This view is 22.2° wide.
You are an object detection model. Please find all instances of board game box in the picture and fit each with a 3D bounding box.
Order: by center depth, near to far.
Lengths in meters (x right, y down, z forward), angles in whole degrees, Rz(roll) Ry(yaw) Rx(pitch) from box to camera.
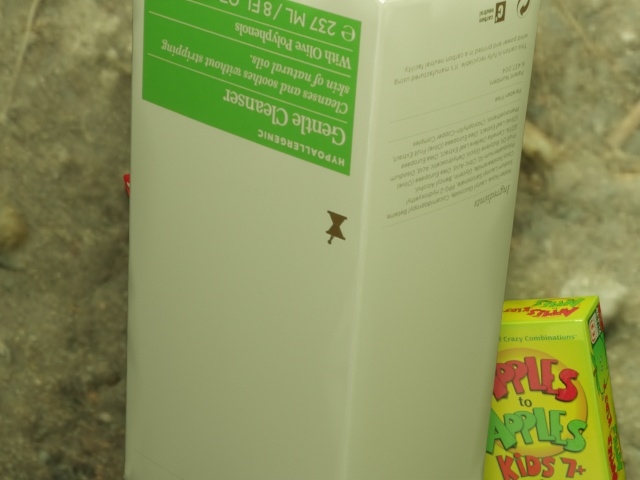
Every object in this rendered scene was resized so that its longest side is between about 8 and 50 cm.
[{"bbox_3d":[0.144,0.129,1.056,0.092,0.043,0.181,-4,108,25],"label":"board game box"}]

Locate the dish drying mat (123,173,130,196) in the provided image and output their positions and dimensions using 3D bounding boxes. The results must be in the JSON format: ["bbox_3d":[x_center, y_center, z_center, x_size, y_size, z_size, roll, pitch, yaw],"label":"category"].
[{"bbox_3d":[-0.095,-0.036,1.116,0.083,0.008,0.032,-7,106,26],"label":"dish drying mat"}]

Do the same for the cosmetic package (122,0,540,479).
[{"bbox_3d":[0.000,0.000,0.981,0.197,0.155,0.365,21,117,37],"label":"cosmetic package"}]
